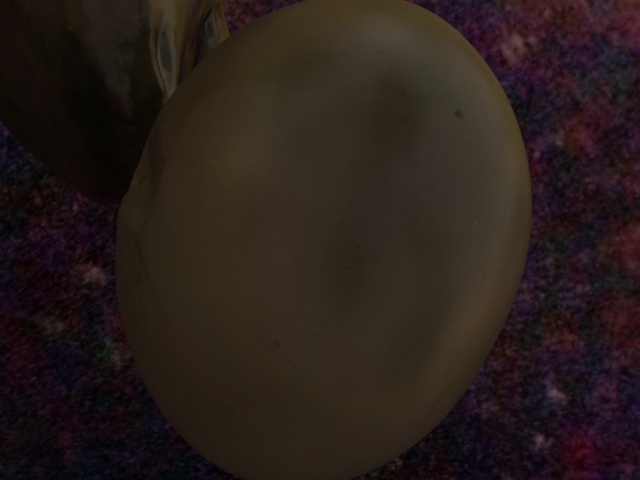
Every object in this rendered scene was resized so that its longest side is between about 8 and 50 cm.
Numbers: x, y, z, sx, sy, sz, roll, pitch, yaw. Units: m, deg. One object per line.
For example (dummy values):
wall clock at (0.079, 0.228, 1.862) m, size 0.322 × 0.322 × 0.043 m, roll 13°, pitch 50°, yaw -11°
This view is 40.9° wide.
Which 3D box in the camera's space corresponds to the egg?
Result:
egg at (0.000, 0.000, 0.471) m, size 0.219 × 0.219 × 0.269 m, roll 25°, pitch 88°, yaw -30°

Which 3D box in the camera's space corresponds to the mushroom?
mushroom at (-0.176, -0.135, 0.620) m, size 0.212 × 0.217 × 0.292 m, roll -77°, pitch 164°, yaw -47°
